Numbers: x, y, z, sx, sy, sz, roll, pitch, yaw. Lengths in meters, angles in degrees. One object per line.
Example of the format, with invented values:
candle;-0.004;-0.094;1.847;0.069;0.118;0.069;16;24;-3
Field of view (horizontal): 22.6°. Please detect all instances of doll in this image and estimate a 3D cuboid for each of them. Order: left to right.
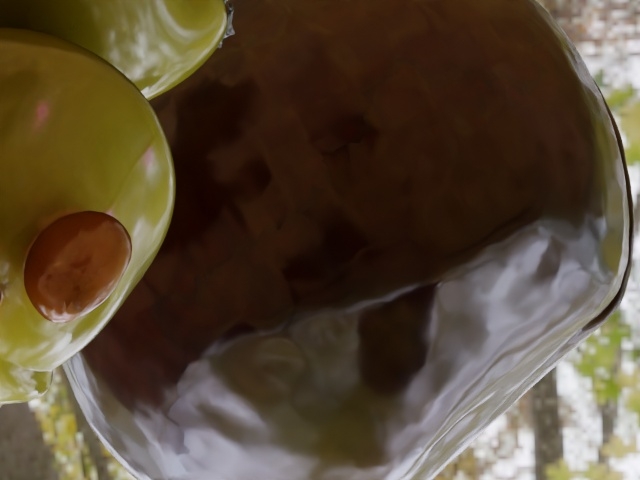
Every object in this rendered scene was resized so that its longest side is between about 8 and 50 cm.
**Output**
doll;-0.097;-0.030;0.467;0.143;0.135;0.221;-6;-141;24

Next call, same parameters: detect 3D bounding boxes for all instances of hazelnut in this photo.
hazelnut;0.000;0.000;1.105;0.429;0.402;0.402;-42;-171;19
